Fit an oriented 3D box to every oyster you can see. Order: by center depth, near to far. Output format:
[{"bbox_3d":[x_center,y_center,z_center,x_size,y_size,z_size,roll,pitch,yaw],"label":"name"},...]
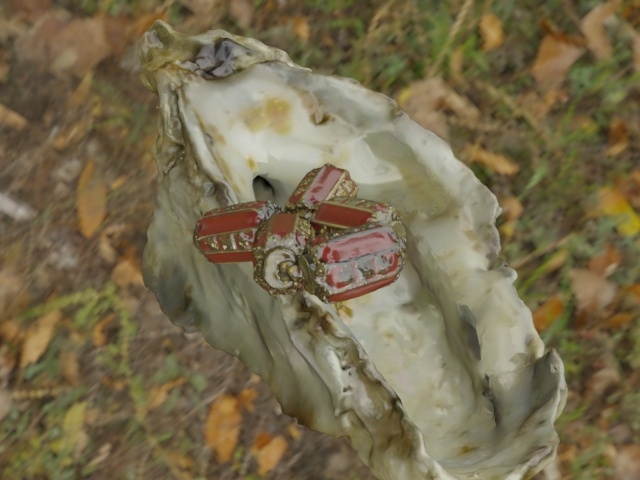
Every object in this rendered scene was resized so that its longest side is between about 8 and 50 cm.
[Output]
[{"bbox_3d":[0.001,0.012,0.856,0.166,0.110,0.341,-26,49,-37],"label":"oyster"}]

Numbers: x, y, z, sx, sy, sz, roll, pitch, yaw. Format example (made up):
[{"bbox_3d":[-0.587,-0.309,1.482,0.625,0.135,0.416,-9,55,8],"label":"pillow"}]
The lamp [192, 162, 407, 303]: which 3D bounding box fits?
[{"bbox_3d":[0.000,0.000,0.568,0.063,0.083,0.031,-20,108,-21],"label":"lamp"}]
